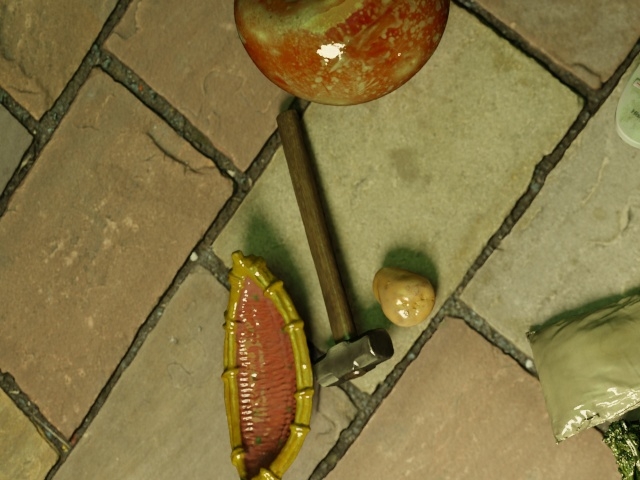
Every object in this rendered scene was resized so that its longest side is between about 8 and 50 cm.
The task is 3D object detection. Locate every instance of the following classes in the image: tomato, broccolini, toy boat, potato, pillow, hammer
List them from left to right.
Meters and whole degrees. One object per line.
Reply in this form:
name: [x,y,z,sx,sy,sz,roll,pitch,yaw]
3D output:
toy boat: [-0.073,0.172,1.813,0.141,0.099,0.318,-8,80,30]
hammer: [0.000,0.000,1.808,0.111,0.043,0.365,-32,67,43]
tomato: [0.033,-0.291,1.721,0.270,0.222,0.270,-15,59,26]
potato: [0.101,0.067,1.751,0.068,0.062,0.083,-51,43,0]
pillow: [0.348,0.129,1.603,0.230,0.050,0.148,-23,53,23]
broccolini: [0.374,0.316,1.593,0.054,0.051,0.239,-18,84,13]

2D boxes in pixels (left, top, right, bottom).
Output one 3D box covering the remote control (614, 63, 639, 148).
remote control: [0.429,-0.211,1.598,0.097,0.045,0.256,43,103,23]
